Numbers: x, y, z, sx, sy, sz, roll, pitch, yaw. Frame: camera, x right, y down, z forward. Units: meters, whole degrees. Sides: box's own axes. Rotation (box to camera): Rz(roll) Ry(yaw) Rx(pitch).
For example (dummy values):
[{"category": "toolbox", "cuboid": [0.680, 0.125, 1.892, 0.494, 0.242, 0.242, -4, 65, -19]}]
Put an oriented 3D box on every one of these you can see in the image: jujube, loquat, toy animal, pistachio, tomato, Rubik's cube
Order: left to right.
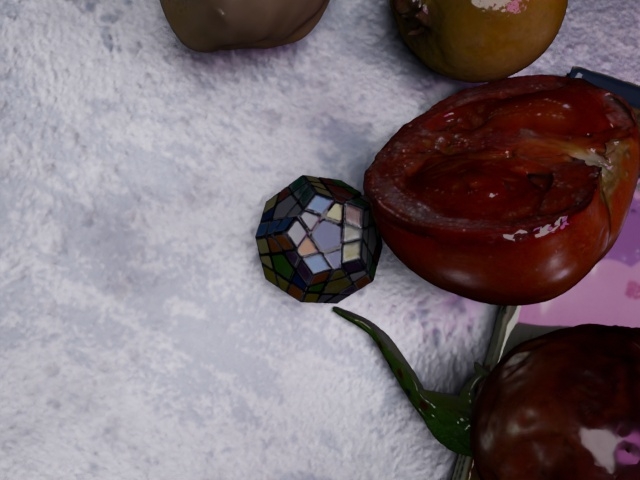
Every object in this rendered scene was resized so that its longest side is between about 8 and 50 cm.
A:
[{"category": "pistachio", "cuboid": [-0.046, -0.247, 0.829, 0.152, 0.126, 0.223, 44, 72, -27]}, {"category": "Rubik's cube", "cuboid": [0.000, 0.000, 0.835, 0.093, 0.111, 0.111, -2, 86, 18]}, {"category": "toy animal", "cuboid": [0.104, 0.117, 0.847, 0.075, 0.041, 0.217, -40, 76, 2]}, {"category": "loquat", "cuboid": [0.131, -0.208, 0.848, 0.163, 0.137, 0.163, 2, 84, -16]}, {"category": "tomato", "cuboid": [0.151, -0.026, 0.817, 0.233, 0.200, 0.140, -44, 133, -37]}, {"category": "jujube", "cuboid": [0.219, 0.135, 0.771, 0.236, 0.168, 0.168, -23, 89, -45]}]

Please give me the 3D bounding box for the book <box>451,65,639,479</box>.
[{"category": "book", "cuboid": [0.304, 0.089, 0.901, 0.300, 0.039, 0.428, 17, 83, -6]}]
